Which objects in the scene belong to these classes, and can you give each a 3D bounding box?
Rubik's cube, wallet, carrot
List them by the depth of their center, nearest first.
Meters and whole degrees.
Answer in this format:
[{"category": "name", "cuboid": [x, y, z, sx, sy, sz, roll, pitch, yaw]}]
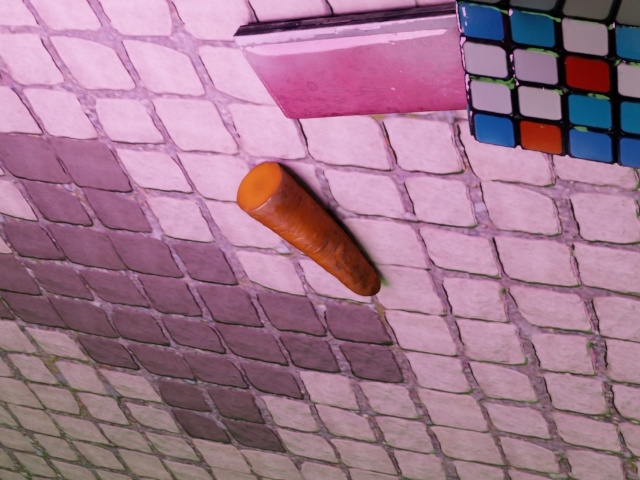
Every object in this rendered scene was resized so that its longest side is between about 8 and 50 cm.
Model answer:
[{"category": "Rubik's cube", "cuboid": [0.197, -0.164, 1.123, 0.154, 0.155, 0.151, 10, 146, 20]}, {"category": "wallet", "cuboid": [0.044, -0.154, 1.363, 0.232, 0.025, 0.119, 0, 141, 33]}, {"category": "carrot", "cuboid": [0.000, 0.000, 1.605, 0.061, 0.061, 0.210, -9, 141, 42]}]
